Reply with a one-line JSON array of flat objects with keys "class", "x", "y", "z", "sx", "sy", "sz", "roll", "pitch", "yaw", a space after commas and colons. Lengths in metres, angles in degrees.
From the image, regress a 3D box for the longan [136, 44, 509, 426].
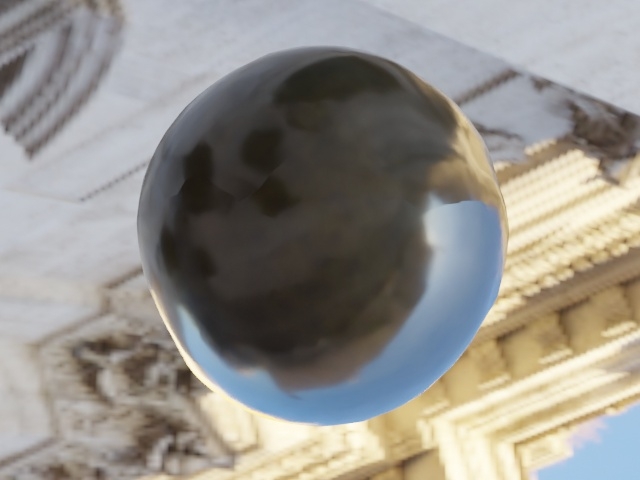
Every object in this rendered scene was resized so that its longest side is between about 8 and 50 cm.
[{"class": "longan", "x": 0.000, "y": 0.000, "z": 1.263, "sx": 0.258, "sy": 0.258, "sz": 0.258, "roll": -4, "pitch": -98, "yaw": 30}]
